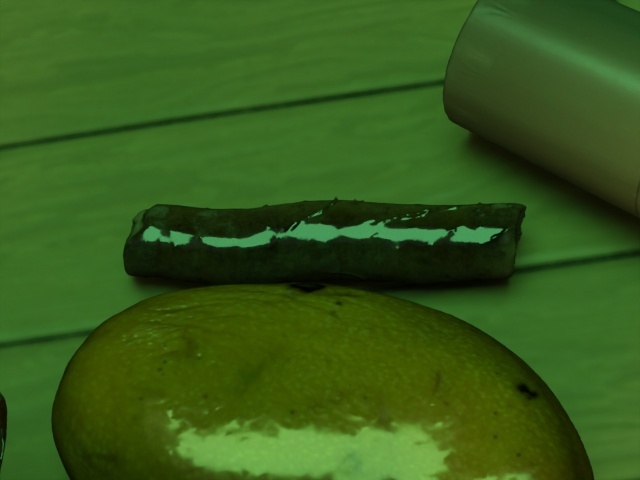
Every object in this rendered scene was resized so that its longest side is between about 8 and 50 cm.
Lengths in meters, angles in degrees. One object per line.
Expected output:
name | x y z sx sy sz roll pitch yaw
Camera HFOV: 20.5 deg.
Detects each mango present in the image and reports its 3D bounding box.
mango | 0.001 0.109 0.938 0.294 0.120 0.177 11 52 12

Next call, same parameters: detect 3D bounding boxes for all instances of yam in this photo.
yam | 0.000 0.000 1.042 0.241 0.057 0.057 -1 58 8

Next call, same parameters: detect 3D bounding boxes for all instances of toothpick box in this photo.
toothpick box | 0.175 -0.079 1.035 0.180 0.111 0.111 28 66 24

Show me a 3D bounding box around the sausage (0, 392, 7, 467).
sausage | -0.223 0.198 0.806 0.102 0.102 0.330 6 69 11
